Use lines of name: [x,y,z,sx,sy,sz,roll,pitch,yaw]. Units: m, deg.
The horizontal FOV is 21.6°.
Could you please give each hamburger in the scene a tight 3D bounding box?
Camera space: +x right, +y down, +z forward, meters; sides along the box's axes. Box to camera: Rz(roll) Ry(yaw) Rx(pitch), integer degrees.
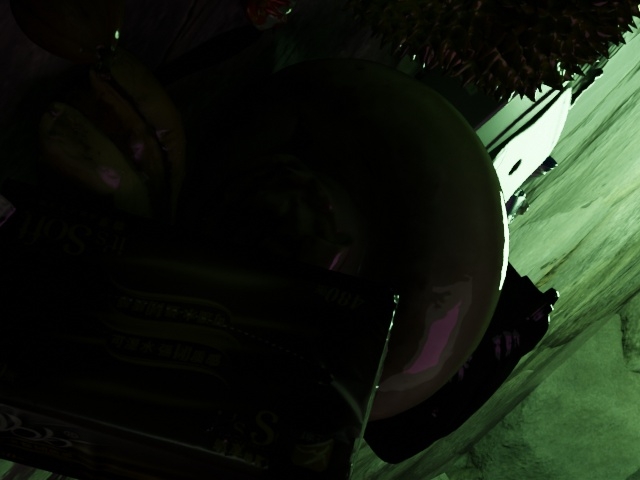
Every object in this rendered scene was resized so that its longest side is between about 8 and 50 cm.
hamburger: [-0.180,-0.063,1.512,0.124,0.131,0.262,-54,170,-26]

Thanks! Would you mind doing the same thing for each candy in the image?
candy: [-0.067,-0.230,1.442,0.056,0.049,0.184,-64,156,-4]

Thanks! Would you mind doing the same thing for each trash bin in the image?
trash bin: [0.192,-0.177,1.873,0.176,0.101,0.236,-40,173,11]

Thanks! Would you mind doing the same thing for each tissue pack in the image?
tissue pack: [-0.136,0.111,1.453,0.198,0.369,0.210,97,8,-66]

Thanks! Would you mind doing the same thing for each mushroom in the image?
mushroom: [0.000,0.000,1.633,0.362,0.362,0.294,-42,156,25]

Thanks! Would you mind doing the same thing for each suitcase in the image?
suitcase: [0.068,0.058,1.940,0.188,0.345,0.339,-30,163,-31]

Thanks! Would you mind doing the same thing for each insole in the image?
insole: [-0.117,-0.166,1.567,0.152,0.002,0.053,-30,162,-15]

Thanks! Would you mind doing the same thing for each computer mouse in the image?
computer mouse: [0.246,-0.139,2.174,0.379,0.090,0.167,-40,156,-35]

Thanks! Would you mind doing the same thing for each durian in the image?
durian: [0.150,-0.245,1.417,0.291,0.291,0.225,-31,159,-11]

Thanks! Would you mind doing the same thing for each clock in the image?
clock: [0.126,-0.219,1.806,0.129,0.041,0.087,-46,164,20]

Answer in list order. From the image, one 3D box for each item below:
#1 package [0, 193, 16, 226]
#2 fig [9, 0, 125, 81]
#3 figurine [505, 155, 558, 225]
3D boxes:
package: [-0.384,0.005,1.257,0.251,0.062,0.204,-42,122,13]
fig: [-0.177,-0.162,1.260,0.088,0.125,0.089,-28,158,-13]
figurine: [0.228,-0.018,2.408,0.194,0.133,0.274,-50,174,-49]
